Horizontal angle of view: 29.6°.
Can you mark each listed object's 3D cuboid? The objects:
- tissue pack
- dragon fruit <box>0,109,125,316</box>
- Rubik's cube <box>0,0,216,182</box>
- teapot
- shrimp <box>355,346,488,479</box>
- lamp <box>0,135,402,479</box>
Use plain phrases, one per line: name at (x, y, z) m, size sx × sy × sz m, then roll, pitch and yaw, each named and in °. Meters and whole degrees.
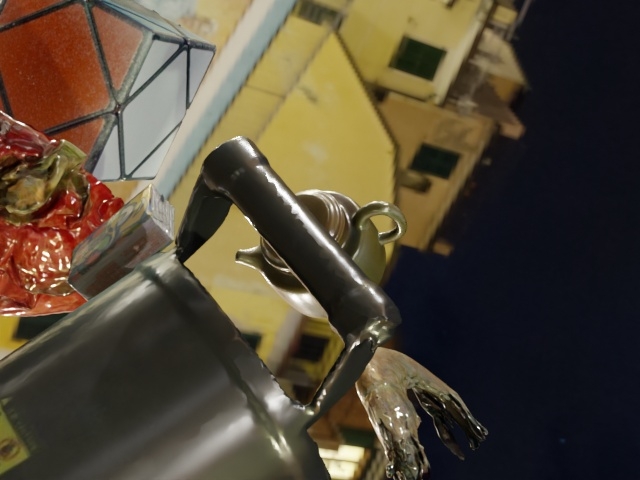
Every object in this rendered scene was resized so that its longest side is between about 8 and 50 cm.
tissue pack at (-0.147, 0.003, 0.904) m, size 0.083 × 0.035 × 0.063 m, roll -39°, pitch -156°, yaw 12°
dragon fruit at (-0.350, -0.026, 1.274) m, size 0.205 × 0.317 × 0.152 m, roll 104°, pitch 7°, yaw -56°
Rubik's cube at (-0.288, -0.206, 1.521) m, size 0.205 × 0.205 × 0.207 m, roll 29°, pitch -79°, yaw 14°
teapot at (0.000, 0.000, 1.846) m, size 0.267 × 0.175 × 0.185 m, roll -20°, pitch -127°, yaw 17°
shrimp at (0.104, 0.192, 1.222) m, size 0.046 × 0.152 × 0.219 m, roll -52°, pitch -156°, yaw 23°
lamp at (-0.139, 0.146, 0.800) m, size 0.205 × 0.272 × 0.374 m, roll 48°, pitch -36°, yaw 21°
